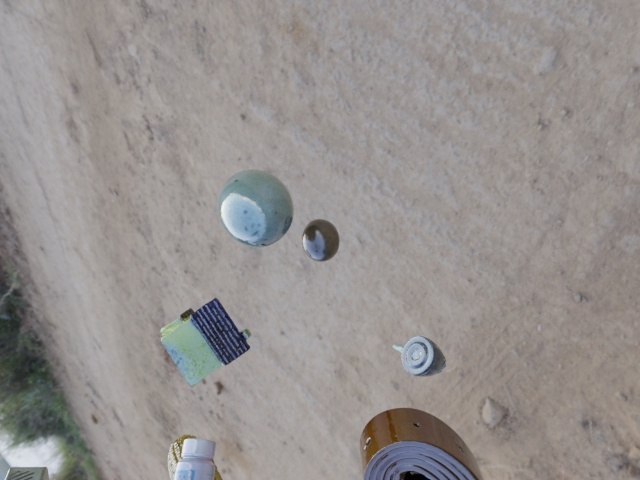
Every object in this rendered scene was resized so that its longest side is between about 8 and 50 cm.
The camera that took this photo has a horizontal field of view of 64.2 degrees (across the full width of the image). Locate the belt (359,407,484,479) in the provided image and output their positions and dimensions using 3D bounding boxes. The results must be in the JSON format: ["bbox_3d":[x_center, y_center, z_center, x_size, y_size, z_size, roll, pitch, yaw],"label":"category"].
[{"bbox_3d":[0.204,0.484,0.963,0.217,0.122,0.339,-31,102,9],"label":"belt"}]

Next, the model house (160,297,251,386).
[{"bbox_3d":[-0.320,0.274,1.489,0.211,0.170,0.194,-34,88,11],"label":"model house"}]

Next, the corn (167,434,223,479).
[{"bbox_3d":[-0.237,0.488,0.997,0.313,0.102,0.102,42,150,57],"label":"corn"}]

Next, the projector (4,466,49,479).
[{"bbox_3d":[-0.398,0.466,0.628,0.257,0.079,0.259,-109,27,-60],"label":"projector"}]

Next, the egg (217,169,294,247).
[{"bbox_3d":[-0.147,-0.073,1.153,0.236,0.169,0.169,-123,16,-62],"label":"egg"}]

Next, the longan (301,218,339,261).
[{"bbox_3d":[0.000,0.000,1.232,0.113,0.092,0.113,166,90,-87],"label":"longan"}]

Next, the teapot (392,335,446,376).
[{"bbox_3d":[0.246,0.272,1.216,0.091,0.092,0.124,30,-163,-35],"label":"teapot"}]

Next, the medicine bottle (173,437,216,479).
[{"bbox_3d":[-0.169,0.315,0.682,0.052,0.089,0.052,3,150,2],"label":"medicine bottle"}]
